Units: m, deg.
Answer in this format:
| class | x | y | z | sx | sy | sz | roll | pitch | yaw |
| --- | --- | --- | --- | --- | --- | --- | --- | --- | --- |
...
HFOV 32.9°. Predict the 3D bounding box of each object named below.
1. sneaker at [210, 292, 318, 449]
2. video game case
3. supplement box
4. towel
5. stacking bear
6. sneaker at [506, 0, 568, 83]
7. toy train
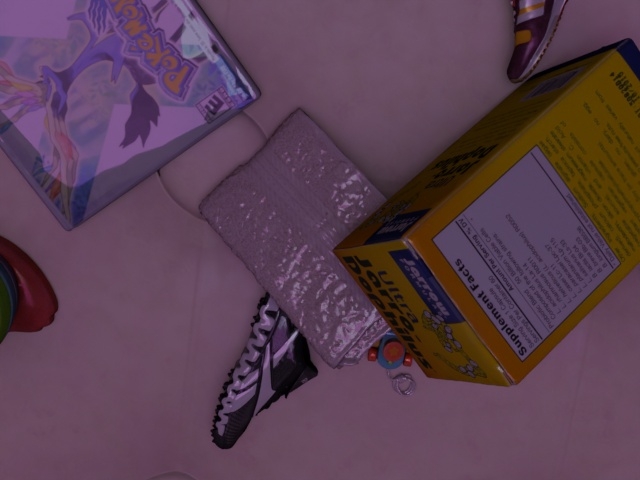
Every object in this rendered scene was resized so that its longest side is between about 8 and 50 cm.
| class | x | y | z | sx | sy | sz | roll | pitch | yaw |
| --- | --- | --- | --- | --- | --- | --- | --- | --- | --- |
| sneaker | -0.062 | 0.172 | 1.376 | 0.106 | 0.078 | 0.234 | 23 | 100 | -2 |
| video game case | -0.286 | -0.223 | 1.302 | 0.300 | 0.036 | 0.329 | -34 | 103 | 8 |
| supplement box | 0.226 | -0.029 | 1.196 | 0.356 | 0.195 | 0.194 | -40 | 100 | -19 |
| towel | 0.000 | 0.000 | 1.306 | 0.187 | 0.049 | 0.282 | -43 | 79 | 4 |
| stacking bear | -0.443 | 0.093 | 1.256 | 0.175 | 0.289 | 0.164 | -23 | 101 | 6 |
| sneaker | 0.246 | -0.280 | 1.278 | 0.084 | 0.069 | 0.185 | 24 | 96 | 4 |
| toy train | 0.140 | 0.127 | 1.377 | 0.166 | 0.046 | 0.125 | -41 | 99 | 9 |
